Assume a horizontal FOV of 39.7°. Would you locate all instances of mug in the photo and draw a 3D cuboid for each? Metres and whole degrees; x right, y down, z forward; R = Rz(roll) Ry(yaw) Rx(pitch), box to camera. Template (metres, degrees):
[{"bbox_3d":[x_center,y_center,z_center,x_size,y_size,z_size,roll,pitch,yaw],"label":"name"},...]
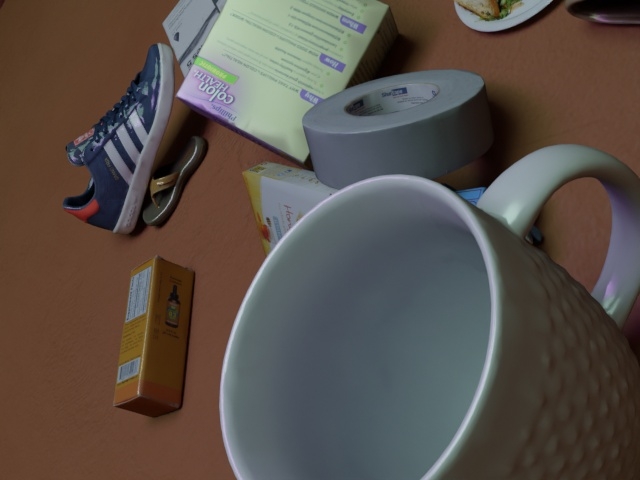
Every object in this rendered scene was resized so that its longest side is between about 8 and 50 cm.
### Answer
[{"bbox_3d":[0.152,0.094,0.748,0.276,0.328,0.374,35,95,51],"label":"mug"}]

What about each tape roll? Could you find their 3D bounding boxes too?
[{"bbox_3d":[0.091,-0.135,1.050,0.219,0.072,0.219,-13,22,5],"label":"tape roll"}]

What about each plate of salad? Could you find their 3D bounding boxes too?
[{"bbox_3d":[0.247,-0.360,1.132,0.200,0.048,0.199,-26,50,36],"label":"plate of salad"}]

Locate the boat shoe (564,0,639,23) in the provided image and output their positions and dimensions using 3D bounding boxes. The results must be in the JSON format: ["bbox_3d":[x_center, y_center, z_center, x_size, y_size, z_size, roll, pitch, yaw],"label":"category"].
[{"bbox_3d":[0.378,-0.241,0.873,0.110,0.122,0.341,-62,28,7],"label":"boat shoe"}]

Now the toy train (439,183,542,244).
[{"bbox_3d":[0.162,-0.013,1.002,0.184,0.080,0.105,-7,58,46],"label":"toy train"}]

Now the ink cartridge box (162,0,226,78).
[{"bbox_3d":[-0.144,-0.354,1.503,0.198,0.115,0.272,-47,41,19],"label":"ink cartridge box"}]

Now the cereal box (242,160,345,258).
[{"bbox_3d":[0.000,0.000,1.107,0.047,0.172,0.240,-26,25,-28],"label":"cereal box"}]

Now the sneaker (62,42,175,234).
[{"bbox_3d":[-0.357,-0.184,1.542,0.131,0.148,0.349,-132,59,-67],"label":"sneaker"}]

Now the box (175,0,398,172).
[{"bbox_3d":[-0.043,-0.249,1.250,0.214,0.117,0.242,28,90,13],"label":"box"}]

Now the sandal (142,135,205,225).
[{"bbox_3d":[-0.265,-0.110,1.547,0.180,0.049,0.072,-57,39,6],"label":"sandal"}]

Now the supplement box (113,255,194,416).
[{"bbox_3d":[-0.256,0.146,1.367,0.080,0.078,0.233,-25,51,41],"label":"supplement box"}]
